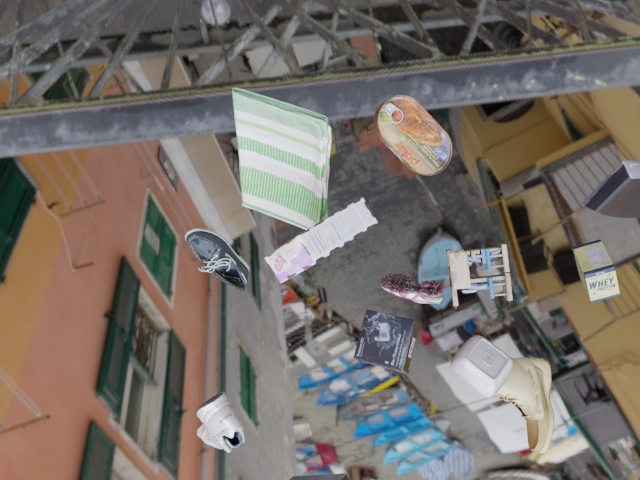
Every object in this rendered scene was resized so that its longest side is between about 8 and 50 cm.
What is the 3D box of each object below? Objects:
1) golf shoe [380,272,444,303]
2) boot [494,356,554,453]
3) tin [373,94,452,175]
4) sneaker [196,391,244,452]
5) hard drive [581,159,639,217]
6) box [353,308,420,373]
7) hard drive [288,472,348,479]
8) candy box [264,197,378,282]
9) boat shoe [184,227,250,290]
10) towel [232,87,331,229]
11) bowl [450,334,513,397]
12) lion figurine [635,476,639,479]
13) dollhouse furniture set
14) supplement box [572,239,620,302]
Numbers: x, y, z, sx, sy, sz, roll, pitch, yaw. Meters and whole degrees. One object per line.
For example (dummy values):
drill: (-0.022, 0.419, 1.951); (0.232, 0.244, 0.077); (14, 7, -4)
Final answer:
golf shoe: (0.264, 0.150, 1.848); (0.186, 0.067, 0.086); (12, 143, 17)
boot: (0.532, 0.443, 1.749); (0.204, 0.261, 0.095); (9, 161, -10)
tin: (0.190, -0.216, 1.312); (0.190, 0.040, 0.106); (43, 81, -17)
sneaker: (-0.264, 0.523, 1.720); (0.111, 0.129, 0.297); (-34, 156, -21)
hard drive: (0.816, -0.127, 1.645); (0.255, 0.054, 0.172); (1, 138, -33)
box: (0.201, 0.305, 1.916); (0.158, 0.155, 0.093); (11, 167, 22)
hard drive: (-0.022, 0.513, 1.310); (0.135, 0.094, 0.022); (-16, 90, 30)
candy box: (0.000, 0.000, 1.370); (0.070, 0.196, 0.165); (58, 146, -1)
boat shoe: (-0.290, 0.060, 1.801); (0.095, 0.079, 0.254); (-23, 136, 15)
towel: (-0.089, -0.171, 1.455); (0.248, 0.038, 0.324); (21, 137, 20)
bowl: (0.426, 0.319, 1.652); (0.142, 0.142, 0.053); (38, 145, 16)
lion figurine: (0.786, 0.736, 1.606); (0.392, 0.142, 0.240); (-52, 163, -10)
dollhouse furniture set: (0.340, 0.079, 1.346); (0.130, 0.184, 0.128); (-7, 90, 9)
supplement box: (0.540, 0.060, 1.243); (0.056, 0.083, 0.083); (-18, 127, 16)
